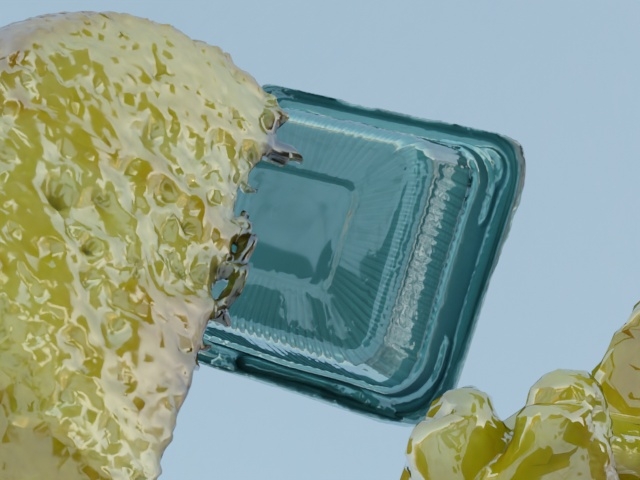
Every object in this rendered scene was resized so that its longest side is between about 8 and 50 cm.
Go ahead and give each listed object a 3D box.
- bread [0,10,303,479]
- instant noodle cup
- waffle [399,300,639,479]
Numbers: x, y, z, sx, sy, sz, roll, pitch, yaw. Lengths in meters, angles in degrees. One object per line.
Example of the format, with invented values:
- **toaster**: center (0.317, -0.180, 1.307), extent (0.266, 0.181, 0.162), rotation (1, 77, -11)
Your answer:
- **bread**: center (-0.126, 0.006, 0.695), extent (0.160, 0.261, 0.147), rotation (-26, -60, 36)
- **instant noodle cup**: center (0.000, 0.000, 0.945), extent (0.179, 0.070, 0.157), rotation (15, -96, 32)
- **waffle**: center (0.053, 0.149, 0.413), extent (0.069, 0.293, 0.260), rotation (5, -49, 33)
